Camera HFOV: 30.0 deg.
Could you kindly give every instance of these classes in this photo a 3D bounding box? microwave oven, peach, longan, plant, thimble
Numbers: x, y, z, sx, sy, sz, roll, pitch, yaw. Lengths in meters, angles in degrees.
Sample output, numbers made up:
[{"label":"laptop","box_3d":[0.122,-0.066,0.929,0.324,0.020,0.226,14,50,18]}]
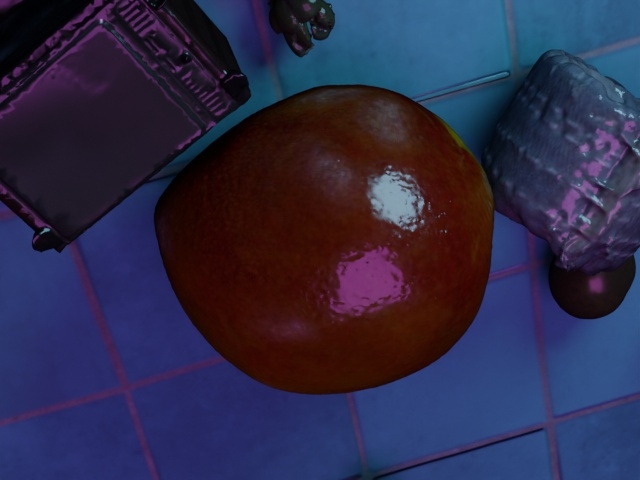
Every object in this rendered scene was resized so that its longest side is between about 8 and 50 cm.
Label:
[{"label":"microwave oven","box_3d":[-0.215,-0.147,1.084,0.247,0.178,0.188,-37,125,8]},{"label":"peach","box_3d":[0.000,0.000,1.172,0.332,0.308,0.308,4,120,3]},{"label":"longan","box_3d":[0.318,0.039,1.386,0.113,0.092,0.113,-11,111,-30]},{"label":"plant","box_3d":[-0.038,-0.256,1.129,0.085,0.087,0.174,-13,122,28]},{"label":"thimble","box_3d":[0.273,-0.075,1.223,0.205,0.236,0.172,32,106,-3]}]
